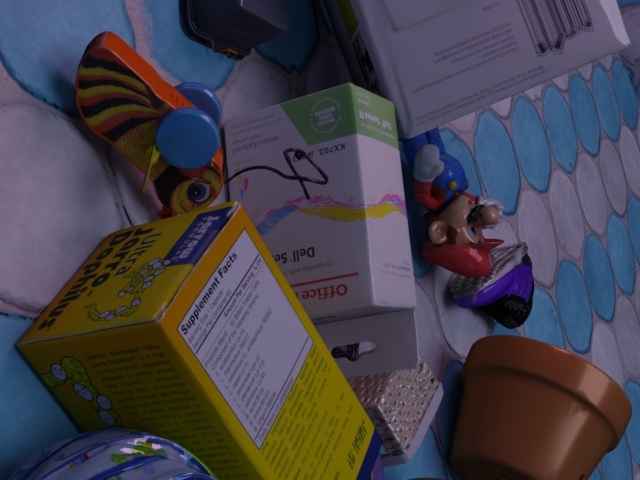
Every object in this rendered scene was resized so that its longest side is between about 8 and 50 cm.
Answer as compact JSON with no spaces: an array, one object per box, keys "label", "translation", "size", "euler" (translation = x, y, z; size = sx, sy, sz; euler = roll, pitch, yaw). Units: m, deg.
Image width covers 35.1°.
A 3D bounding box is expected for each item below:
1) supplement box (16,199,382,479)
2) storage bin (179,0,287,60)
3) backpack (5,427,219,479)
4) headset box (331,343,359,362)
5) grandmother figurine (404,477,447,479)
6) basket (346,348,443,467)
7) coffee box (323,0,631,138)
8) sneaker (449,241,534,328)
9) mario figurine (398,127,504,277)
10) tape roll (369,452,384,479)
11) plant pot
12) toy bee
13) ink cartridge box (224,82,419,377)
[{"label":"supplement box","translation":[-0.113,0.168,1.083],"size":[0.356,0.195,0.194],"euler":[61,36,-25]},{"label":"storage bin","translation":[-0.110,-0.300,1.349],"size":[0.135,0.091,0.098],"euler":[14,68,-54]},{"label":"backpack","translation":[-0.156,0.340,0.913],"size":[0.290,0.273,0.356],"euler":[-23,85,-21]},{"label":"headset box","translation":[0.022,0.134,1.453],"size":[0.083,0.032,0.062],"euler":[40,48,-45]},{"label":"grandmother figurine","translation":[0.154,0.525,1.467],"size":[0.207,0.104,0.342],"euler":[0,82,-37]},{"label":"basket","translation":[0.089,0.234,1.449],"size":[0.103,0.113,0.167],"euler":[61,36,-17]},{"label":"coffee box","translation":[0.194,-0.365,1.489],"size":[0.334,0.337,0.338],"euler":[-134,-158,-83]},{"label":"sneaker","translation":[0.340,0.102,1.887],"size":[0.293,0.102,0.146],"euler":[-25,101,-57]},{"label":"mario figurine","translation":[0.238,-0.094,1.729],"size":[0.198,0.170,0.321],"euler":[-17,86,-23]},{"label":"tape roll","translation":[0.003,0.314,1.316],"size":[0.189,0.080,0.189],"euler":[24,60,-51]},{"label":"plant pot","translation":[0.345,0.320,1.684],"size":[0.291,0.291,0.203],"euler":[51,57,-35]},{"label":"toy bee","translation":[-0.167,-0.090,1.150],"size":[0.298,0.162,0.195],"euler":[40,21,0]},{"label":"ink cartridge box","translation":[0.000,0.000,1.301],"size":[0.119,0.207,0.353],"euler":[12,68,-57]}]
